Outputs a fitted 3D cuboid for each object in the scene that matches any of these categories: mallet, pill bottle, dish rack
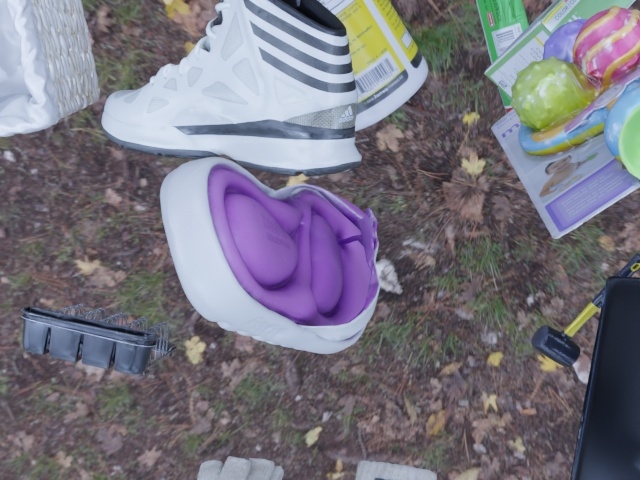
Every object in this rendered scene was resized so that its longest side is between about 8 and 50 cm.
[{"bbox_3d":[0.356,0.087,1.037,0.062,0.039,0.189,25,115,-6],"label":"mallet"},{"bbox_3d":[0.004,-0.344,1.168,0.188,0.188,0.334,-31,113,12],"label":"pill bottle"},{"bbox_3d":[-0.345,0.153,1.265,0.208,0.271,0.074,13,91,4],"label":"dish rack"}]

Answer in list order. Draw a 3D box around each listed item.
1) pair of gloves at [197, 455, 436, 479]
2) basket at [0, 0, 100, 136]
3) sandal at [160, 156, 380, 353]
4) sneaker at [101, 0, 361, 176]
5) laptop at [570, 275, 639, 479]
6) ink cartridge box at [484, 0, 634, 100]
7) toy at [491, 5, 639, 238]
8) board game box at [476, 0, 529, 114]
[{"bbox_3d":[-0.020,0.288,0.665,0.240,0.042,0.204,-1,50,9],"label":"pair of gloves"},{"bbox_3d":[-0.550,-0.326,1.199,0.329,0.266,0.331,-7,105,8],"label":"basket"},{"bbox_3d":[0.004,0.015,0.675,0.102,0.416,0.169,-18,84,17],"label":"sandal"},{"bbox_3d":[-0.132,-0.243,1.067,0.448,0.169,0.257,12,108,34],"label":"sneaker"},{"bbox_3d":[0.536,0.265,0.875,0.408,0.236,0.381,20,75,-14],"label":"laptop"},{"bbox_3d":[0.271,-0.233,0.845,0.062,0.209,0.109,44,77,-1],"label":"ink cartridge box"},{"bbox_3d":[0.161,-0.096,0.456,0.137,0.237,0.056,-37,108,17],"label":"toy"},{"bbox_3d":[0.315,-0.310,1.275,0.064,0.316,0.242,-15,66,17],"label":"board game box"}]
